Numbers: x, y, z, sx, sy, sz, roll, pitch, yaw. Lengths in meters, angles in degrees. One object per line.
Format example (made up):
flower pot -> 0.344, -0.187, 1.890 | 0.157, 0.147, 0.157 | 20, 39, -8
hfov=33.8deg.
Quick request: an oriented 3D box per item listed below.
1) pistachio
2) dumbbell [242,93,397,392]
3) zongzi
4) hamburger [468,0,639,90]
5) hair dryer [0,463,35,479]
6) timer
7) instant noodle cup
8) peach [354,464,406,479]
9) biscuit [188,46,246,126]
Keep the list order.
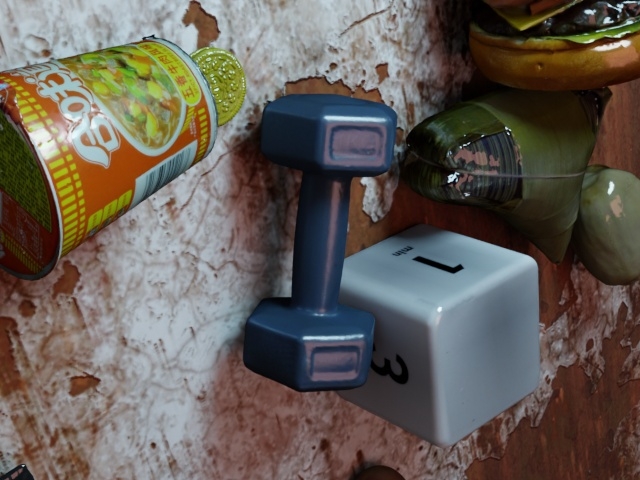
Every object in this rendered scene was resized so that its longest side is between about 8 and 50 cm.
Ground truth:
pistachio -> 0.435, -0.024, 1.581 | 0.206, 0.131, 0.129 | 62, 36, -34
dumbbell -> 0.000, 0.000, 1.171 | 0.144, 0.160, 0.325 | -11, 112, -52
zongzi -> 0.239, -0.047, 1.393 | 0.289, 0.154, 0.317 | -23, 124, -27
hamburger -> 0.302, -0.317, 1.266 | 0.291, 0.291, 0.225 | -29, 120, -33
hair dryer -> -0.376, 0.220, 0.968 | 0.195, 0.078, 0.248 | -35, 120, -31
timer -> 0.140, 0.111, 1.312 | 0.194, 0.195, 0.192 | -25, 119, -36
instant noodle cup -> -0.210, -0.095, 0.947 | 0.212, 0.193, 0.193 | -32, 124, -40
peach -> 0.082, 0.345, 1.421 | 0.083, 0.083, 0.083 | -15, 114, -39
biscuit -> -0.115, -0.161, 1.105 | 0.084, 0.023, 0.084 | -17, 116, -37
